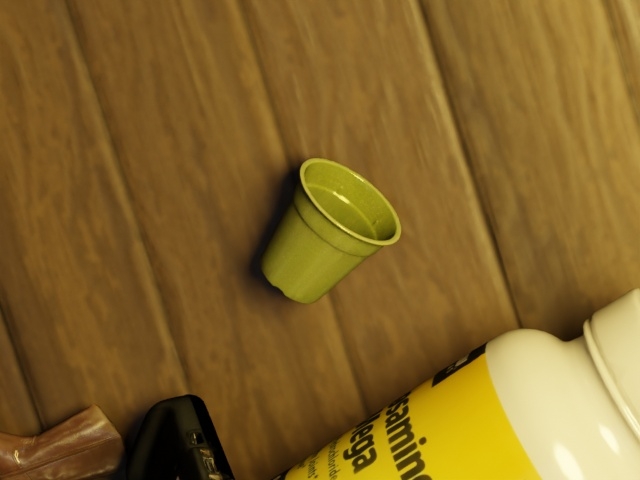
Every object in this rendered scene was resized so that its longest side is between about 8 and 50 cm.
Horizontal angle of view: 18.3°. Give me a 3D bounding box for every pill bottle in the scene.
[{"bbox_3d":[0.111,0.179,1.328,0.334,0.188,0.188,-34,94,14],"label":"pill bottle"}]

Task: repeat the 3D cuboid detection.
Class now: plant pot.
[{"bbox_3d":[0.000,0.000,1.373,0.083,0.083,0.079,38,117,1],"label":"plant pot"}]

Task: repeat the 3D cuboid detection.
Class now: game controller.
[{"bbox_3d":[-0.092,0.222,1.312,0.067,0.319,0.166,22,102,-19],"label":"game controller"}]

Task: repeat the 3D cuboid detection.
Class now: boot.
[{"bbox_3d":[-0.204,0.138,1.450,0.114,0.037,0.106,-22,110,16],"label":"boot"}]
